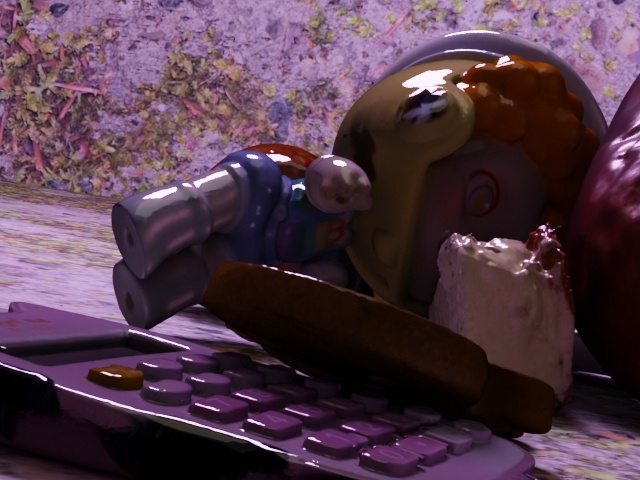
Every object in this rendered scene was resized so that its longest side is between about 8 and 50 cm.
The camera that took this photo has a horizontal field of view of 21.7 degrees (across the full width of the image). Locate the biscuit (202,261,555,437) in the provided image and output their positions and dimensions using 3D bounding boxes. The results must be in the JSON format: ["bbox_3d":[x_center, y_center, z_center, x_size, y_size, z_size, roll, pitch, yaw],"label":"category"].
[{"bbox_3d":[0.026,0.059,0.830,0.180,0.039,0.236,16,-11,24],"label":"biscuit"}]

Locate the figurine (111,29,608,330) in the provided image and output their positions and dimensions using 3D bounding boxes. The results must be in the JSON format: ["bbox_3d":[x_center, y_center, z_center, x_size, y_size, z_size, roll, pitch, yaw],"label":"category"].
[{"bbox_3d":[0.026,-0.048,1.206,0.382,0.224,0.205,-2,31,-34],"label":"figurine"}]

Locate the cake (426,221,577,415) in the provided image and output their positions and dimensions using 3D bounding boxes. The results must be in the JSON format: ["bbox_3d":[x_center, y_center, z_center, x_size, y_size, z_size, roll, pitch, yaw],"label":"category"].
[{"bbox_3d":[0.116,0.042,1.119,0.086,0.117,0.220,2,4,-1],"label":"cake"}]

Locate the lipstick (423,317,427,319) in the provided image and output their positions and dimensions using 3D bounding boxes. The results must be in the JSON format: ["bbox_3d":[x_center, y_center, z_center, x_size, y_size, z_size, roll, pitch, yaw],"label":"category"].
[{"bbox_3d":[0.145,0.063,1.491,0.158,0.048,0.048,10,3,41],"label":"lipstick"}]

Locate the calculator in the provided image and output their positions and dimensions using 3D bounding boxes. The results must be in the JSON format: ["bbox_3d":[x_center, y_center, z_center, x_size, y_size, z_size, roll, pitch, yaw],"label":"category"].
[{"bbox_3d":[-0.046,0.077,0.723,0.294,0.043,0.194,13,3,21],"label":"calculator"}]

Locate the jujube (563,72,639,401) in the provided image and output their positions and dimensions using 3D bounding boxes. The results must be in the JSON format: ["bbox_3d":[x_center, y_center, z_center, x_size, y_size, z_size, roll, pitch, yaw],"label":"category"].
[{"bbox_3d":[0.278,-0.020,1.126,0.223,0.223,0.318,9,41,8],"label":"jujube"}]

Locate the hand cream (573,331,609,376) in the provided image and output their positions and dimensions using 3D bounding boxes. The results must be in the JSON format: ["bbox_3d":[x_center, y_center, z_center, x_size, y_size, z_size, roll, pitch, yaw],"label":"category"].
[{"bbox_3d":[0.211,0.082,1.268,0.336,0.076,0.121,2,0,26],"label":"hand cream"}]

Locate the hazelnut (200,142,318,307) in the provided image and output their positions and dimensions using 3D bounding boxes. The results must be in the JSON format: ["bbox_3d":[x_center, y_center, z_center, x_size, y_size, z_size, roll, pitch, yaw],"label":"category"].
[{"bbox_3d":[-0.053,-0.009,1.366,0.143,0.154,0.143,31,-13,8],"label":"hazelnut"}]

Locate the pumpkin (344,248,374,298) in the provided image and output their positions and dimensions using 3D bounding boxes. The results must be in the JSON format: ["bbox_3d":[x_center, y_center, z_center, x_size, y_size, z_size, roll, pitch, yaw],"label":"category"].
[{"bbox_3d":[0.000,0.003,1.497,0.167,0.125,0.167,1,10,0],"label":"pumpkin"}]
